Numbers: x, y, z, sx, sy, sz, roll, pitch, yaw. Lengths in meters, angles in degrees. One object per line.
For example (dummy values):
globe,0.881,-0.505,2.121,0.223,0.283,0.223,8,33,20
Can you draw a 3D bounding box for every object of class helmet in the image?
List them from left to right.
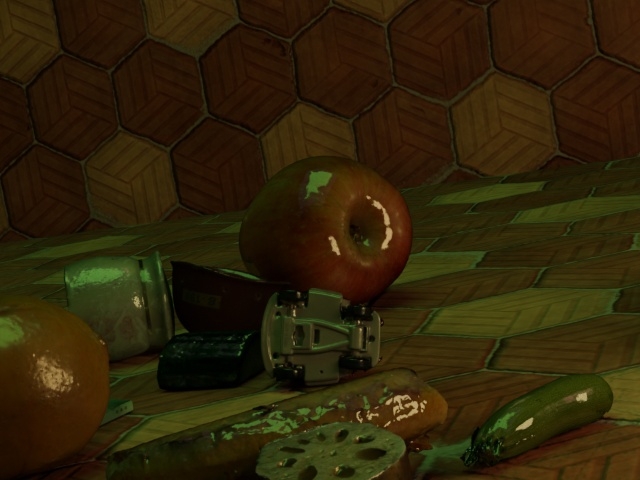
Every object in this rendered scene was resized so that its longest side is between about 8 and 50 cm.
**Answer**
helmet,-0.128,0.090,1.975,0.175,0.106,0.155,7,-1,15

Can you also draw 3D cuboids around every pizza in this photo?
pizza,-0.038,0.182,1.237,0.305,0.086,0.161,-15,-6,-2

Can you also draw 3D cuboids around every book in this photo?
book,-0.296,0.207,1.642,0.103,0.017,0.135,-2,11,33

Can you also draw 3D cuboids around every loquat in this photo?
loquat,-0.324,0.154,1.456,0.234,0.176,0.187,-22,53,-17

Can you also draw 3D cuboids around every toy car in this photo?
toy car,0.008,0.115,1.680,0.139,0.112,0.112,2,-6,12

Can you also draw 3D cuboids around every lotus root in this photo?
lotus root,0.013,0.195,1.106,0.122,0.081,0.112,-12,10,-21

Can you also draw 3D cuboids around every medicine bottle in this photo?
medicine bottle,-0.276,0.091,1.986,0.143,0.147,0.147,-9,7,-8

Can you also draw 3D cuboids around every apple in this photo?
apple,0.000,0.000,2.108,0.242,0.242,0.241,-15,-2,-34

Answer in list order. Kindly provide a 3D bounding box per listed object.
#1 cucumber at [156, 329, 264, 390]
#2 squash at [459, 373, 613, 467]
cucumber,-0.127,0.141,1.769,0.115,0.062,0.116,-2,11,24
squash,0.194,0.159,1.280,0.183,0.052,0.052,-19,12,-36
